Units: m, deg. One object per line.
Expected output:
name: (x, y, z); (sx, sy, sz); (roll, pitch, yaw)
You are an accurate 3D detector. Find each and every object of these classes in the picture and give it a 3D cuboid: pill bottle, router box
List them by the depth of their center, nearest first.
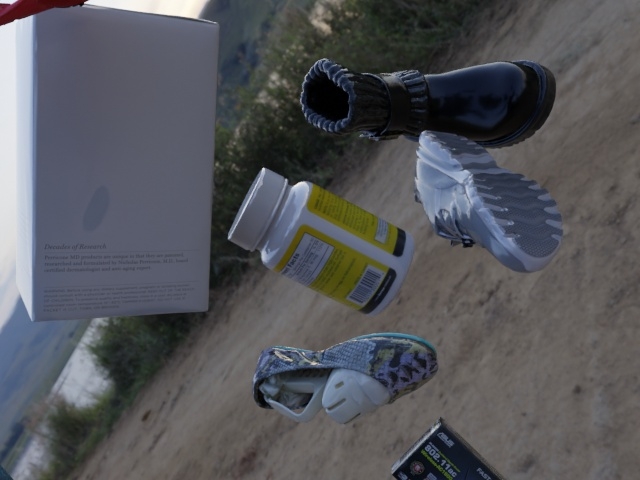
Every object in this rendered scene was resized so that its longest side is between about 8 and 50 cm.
pill bottle: (0.000, 0.000, 0.831); (0.119, 0.208, 0.119); (-59, 11, 19)
router box: (0.164, 0.299, 0.843); (0.092, 0.122, 0.038); (-48, -6, 7)

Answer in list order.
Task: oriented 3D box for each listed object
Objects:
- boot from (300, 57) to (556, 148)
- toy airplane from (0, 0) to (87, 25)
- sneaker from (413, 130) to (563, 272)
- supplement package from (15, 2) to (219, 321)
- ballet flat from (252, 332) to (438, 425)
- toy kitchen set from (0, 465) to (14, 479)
boot: (0.154, -0.219, 1.050); (0.348, 0.260, 0.131); (0, 85, 55)
toy airplane: (-0.212, -0.176, 0.490); (0.151, 0.028, 0.151); (-11, 30, 7)
sneaker: (0.192, -0.032, 0.811); (0.281, 0.105, 0.115); (-113, 31, -57)
supplement package: (-0.219, -0.081, 0.706); (0.177, 0.175, 0.293); (19, 107, 60)
ballet flat: (0.007, 0.072, 0.329); (0.114, 0.041, 0.041); (-14, 44, 44)
toy kitchen set: (-0.257, 0.168, 0.465); (0.122, 0.166, 0.207); (-50, -21, -42)
